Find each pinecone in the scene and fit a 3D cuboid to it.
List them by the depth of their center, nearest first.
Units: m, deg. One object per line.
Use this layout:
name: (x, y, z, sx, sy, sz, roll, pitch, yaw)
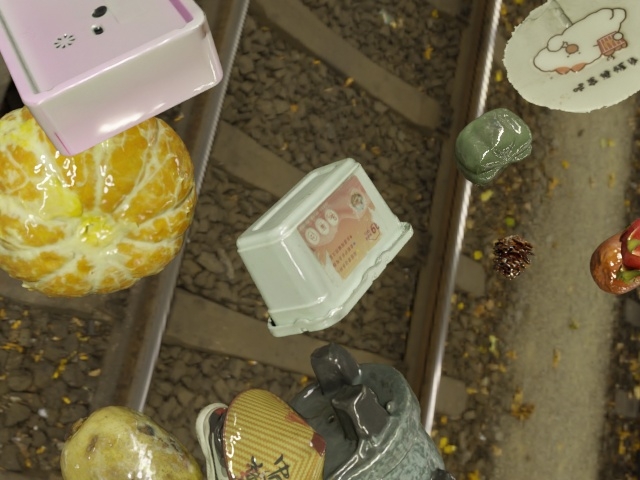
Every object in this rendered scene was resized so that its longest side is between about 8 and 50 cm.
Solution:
pinecone: (0.353, 0.030, 1.350, 0.077, 0.077, 0.083, 17, 91, -44)

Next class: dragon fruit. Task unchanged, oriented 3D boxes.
dragon fruit: (0.411, 0.013, 0.909, 0.086, 0.081, 0.116, -31, 155, -19)

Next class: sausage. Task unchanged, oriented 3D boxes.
sausage: (0.621, 0.032, 1.453, 0.259, 0.114, 0.113, -15, 100, -41)

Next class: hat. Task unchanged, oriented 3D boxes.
hat: (-0.028, 0.259, 0.891, 0.193, 0.082, 0.193, 44, 31, -35)

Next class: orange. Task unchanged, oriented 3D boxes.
orange: (-0.348, -0.071, 1.092, 0.330, 0.249, 0.329, -17, 136, -18)

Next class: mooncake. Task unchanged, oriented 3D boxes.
mooncake: (0.382, -0.201, 1.619, 0.169, 0.175, 0.104, 4, 41, -47)

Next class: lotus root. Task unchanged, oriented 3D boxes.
lotus root: (-0.239, 0.344, 1.014, 0.278, 0.154, 0.154, 36, 55, 6)

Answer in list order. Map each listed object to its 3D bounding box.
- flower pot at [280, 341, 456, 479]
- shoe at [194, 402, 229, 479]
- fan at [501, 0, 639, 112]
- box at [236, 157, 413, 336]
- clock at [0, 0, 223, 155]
flower pot: (0.049, 0.349, 1.209, 0.299, 0.299, 0.282, -47, 117, -36)
shoe: (-0.159, 0.411, 1.373, 0.099, 0.112, 0.227, -15, 76, -34)
fan: (0.261, -0.248, 0.795, 0.329, 0.191, 0.009, 34, 47, -35)
box: (0.000, 0.000, 1.265, 0.312, 0.175, 0.182, -47, 113, -42)
clock: (-0.184, -0.174, 0.602, 0.150, 0.197, 0.063, -29, 144, -10)
